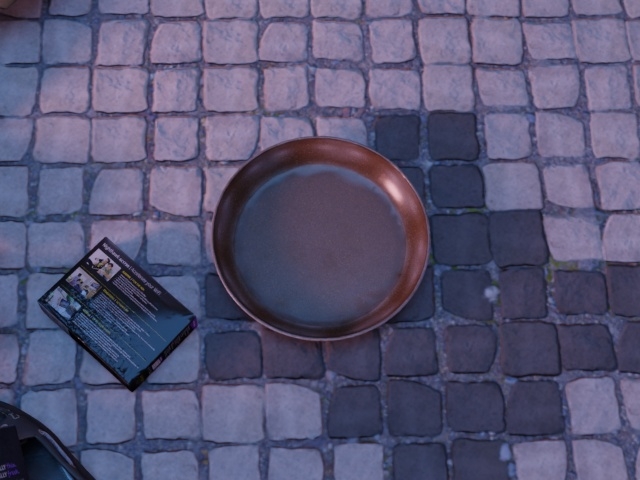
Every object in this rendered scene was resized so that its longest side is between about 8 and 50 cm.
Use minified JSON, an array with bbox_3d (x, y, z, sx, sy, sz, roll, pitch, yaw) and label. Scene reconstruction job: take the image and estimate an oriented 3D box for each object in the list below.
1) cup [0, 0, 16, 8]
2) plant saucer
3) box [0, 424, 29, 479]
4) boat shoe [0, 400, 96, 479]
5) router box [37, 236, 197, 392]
[{"bbox_3d":[-0.512,-0.478,1.676,0.331,0.331,0.237,17,93,4],"label":"cup"},{"bbox_3d":[0.000,0.000,1.632,0.310,0.050,0.311,1,68,-3],"label":"plant saucer"},{"bbox_3d":[-0.431,0.374,1.353,0.143,0.165,0.270,-20,81,22],"label":"box"},{"bbox_3d":[-0.361,0.305,1.468,0.335,0.095,0.112,38,72,11],"label":"boat shoe"},{"bbox_3d":[-0.279,0.101,1.579,0.179,0.046,0.133,41,72,12],"label":"router box"}]
